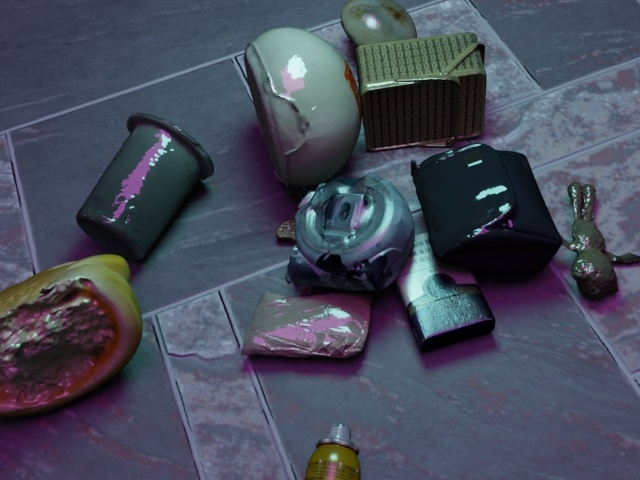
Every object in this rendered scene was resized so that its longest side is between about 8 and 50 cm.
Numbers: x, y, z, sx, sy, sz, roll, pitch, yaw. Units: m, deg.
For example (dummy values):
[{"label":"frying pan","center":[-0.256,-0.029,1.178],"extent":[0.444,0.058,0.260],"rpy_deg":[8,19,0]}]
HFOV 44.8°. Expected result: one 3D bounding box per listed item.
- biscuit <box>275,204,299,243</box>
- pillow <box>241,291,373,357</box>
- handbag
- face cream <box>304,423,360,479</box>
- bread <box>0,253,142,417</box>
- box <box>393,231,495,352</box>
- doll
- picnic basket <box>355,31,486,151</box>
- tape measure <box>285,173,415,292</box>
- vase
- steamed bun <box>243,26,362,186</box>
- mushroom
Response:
[{"label":"biscuit","center":[0.000,0.000,1.804],"extent":[0.205,0.031,0.138],"rpy_deg":[32,66,25]},{"label":"pillow","center":[-0.025,0.175,1.666],"extent":[0.270,0.067,0.173],"rpy_deg":[1,50,7]},{"label":"handbag","center":[0.357,-0.088,1.692],"extent":[0.275,0.178,0.301],"rpy_deg":[11,47,-20]},{"label":"face cream","center":[0.009,0.505,1.412],"extent":[0.105,0.105,0.348],"rpy_deg":[5,57,10]},{"label":"bread","center":[-0.580,0.174,1.568],"extent":[0.424,0.329,0.245],"rpy_deg":[-25,56,-4]},{"label":"box","center":[0.251,0.103,1.682],"extent":[0.168,0.071,0.259],"rpy_deg":[-16,53,-5]},{"label":"doll","center":[0.582,-0.007,1.716],"extent":[0.203,0.091,0.285],"rpy_deg":[-2,60,-36]},{"label":"picnic basket","center":[0.251,-0.359,1.906],"extent":[0.313,0.228,0.175],"rpy_deg":[-7,53,2]},{"label":"tape measure","center":[0.070,-0.015,1.677],"extent":[0.256,0.147,0.275],"rpy_deg":[3,58,26]},{"label":"vase","center":[-0.428,-0.119,1.828],"extent":[0.245,0.245,0.291],"rpy_deg":[23,67,20]},{"label":"steamed bun","center":[-0.031,-0.321,1.827],"extent":[0.241,0.374,0.374],"rpy_deg":[-19,56,-9]},{"label":"mushroom","center":[0.152,-0.559,2.093],"extent":[0.227,0.178,0.226],"rpy_deg":[26,29,-16]}]
